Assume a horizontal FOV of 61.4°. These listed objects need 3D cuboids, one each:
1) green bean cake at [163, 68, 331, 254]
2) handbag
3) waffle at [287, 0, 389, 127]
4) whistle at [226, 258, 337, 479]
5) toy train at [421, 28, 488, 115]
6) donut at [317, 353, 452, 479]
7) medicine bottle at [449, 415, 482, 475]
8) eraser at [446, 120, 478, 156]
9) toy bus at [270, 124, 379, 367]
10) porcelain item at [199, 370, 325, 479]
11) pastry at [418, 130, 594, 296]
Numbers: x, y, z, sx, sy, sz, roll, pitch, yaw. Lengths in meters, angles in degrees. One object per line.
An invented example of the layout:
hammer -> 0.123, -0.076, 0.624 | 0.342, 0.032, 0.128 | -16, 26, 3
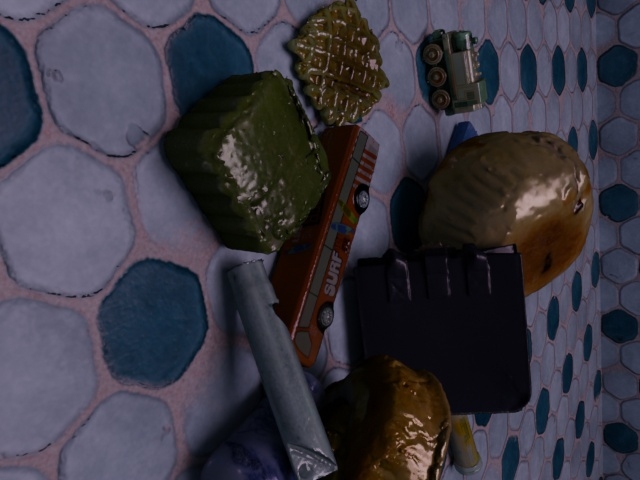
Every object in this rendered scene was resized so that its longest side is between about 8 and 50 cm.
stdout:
green bean cake -> -0.092, -0.108, 0.759 | 0.200, 0.113, 0.214 | -57, 133, -32
handbag -> 0.231, 0.161, 1.026 | 0.122, 0.304, 0.329 | -50, 133, -74
waffle -> 0.039, -0.308, 0.952 | 0.214, 0.054, 0.207 | -50, 132, -29
whistle -> -0.057, 0.177, 0.755 | 0.062, 0.062, 0.312 | -3, 67, -51
toy train -> 0.307, -0.382, 1.221 | 0.081, 0.125, 0.194 | -39, 122, -46
donut -> 0.056, 0.332, 0.846 | 0.160, 0.330, 0.330 | 30, 63, -7
medicine bottle -> 0.357, 0.496, 1.380 | 0.074, 0.074, 0.218 | -41, 120, -41
eraser -> 0.417, -0.165, 1.431 | 0.312, 0.043, 0.144 | 41, 62, -44
toy bus -> 0.000, 0.000, 0.894 | 0.092, 0.093, 0.408 | 36, 64, -45
porcelain item -> -0.082, 0.312, 0.790 | 0.259, 0.141, 0.141 | -59, 134, -44
pastry -> 0.389, -0.063, 1.183 | 0.389, 0.312, 0.388 | -15, 127, -22
